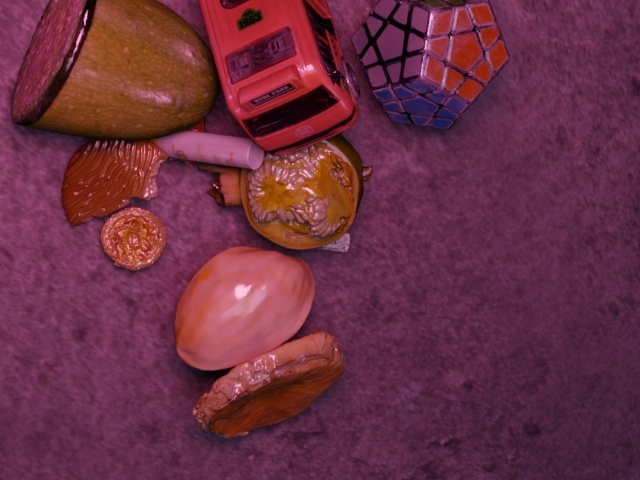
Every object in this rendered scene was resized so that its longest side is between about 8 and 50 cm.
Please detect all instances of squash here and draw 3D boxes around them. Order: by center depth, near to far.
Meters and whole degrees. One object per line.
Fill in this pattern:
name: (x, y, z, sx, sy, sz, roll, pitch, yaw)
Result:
squash: (-0.340, -0.285, 1.344, 0.309, 0.310, 0.310, 23, 95, -36)

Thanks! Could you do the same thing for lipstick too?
lipstick: (-0.230, -0.176, 1.413, 0.059, 0.264, 0.059, -35, 130, -56)

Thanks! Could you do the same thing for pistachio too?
pistachio: (-0.158, 0.130, 1.514, 0.309, 0.230, 0.229, -40, 112, -9)

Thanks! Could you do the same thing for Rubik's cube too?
Rubik's cube: (0.220, -0.378, 1.494, 0.319, 0.319, 0.264, 21, 71, -22)

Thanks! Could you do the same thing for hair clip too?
hair clip: (-0.001, -0.001, 1.645, 0.137, 0.022, 0.054, 3, 102, -19)

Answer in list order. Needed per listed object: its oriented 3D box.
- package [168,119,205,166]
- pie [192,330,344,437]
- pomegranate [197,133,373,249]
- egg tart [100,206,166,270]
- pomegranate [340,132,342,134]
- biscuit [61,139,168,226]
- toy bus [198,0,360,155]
package: (-0.270, -0.205, 1.496, 0.077, 0.033, 0.110, 7, 97, -10)
pie: (-0.102, 0.307, 1.564, 0.340, 0.083, 0.339, -25, 155, -13)
pomegranate: (-0.071, -0.115, 1.491, 0.341, 0.260, 0.260, 6, 103, 9)
egg tart: (-0.371, -0.006, 1.504, 0.129, 0.049, 0.128, -3, 99, -21)
pomegranate: (0.010, -0.245, 1.564, 0.085, 0.073, 0.073, 22, 95, -14)
biscuit: (-0.401, -0.107, 1.433, 0.176, 0.031, 0.228, 33, 105, 3)
toy bus: (-0.088, -0.380, 1.308, 0.203, 0.233, 0.426, -21, 74, 17)
